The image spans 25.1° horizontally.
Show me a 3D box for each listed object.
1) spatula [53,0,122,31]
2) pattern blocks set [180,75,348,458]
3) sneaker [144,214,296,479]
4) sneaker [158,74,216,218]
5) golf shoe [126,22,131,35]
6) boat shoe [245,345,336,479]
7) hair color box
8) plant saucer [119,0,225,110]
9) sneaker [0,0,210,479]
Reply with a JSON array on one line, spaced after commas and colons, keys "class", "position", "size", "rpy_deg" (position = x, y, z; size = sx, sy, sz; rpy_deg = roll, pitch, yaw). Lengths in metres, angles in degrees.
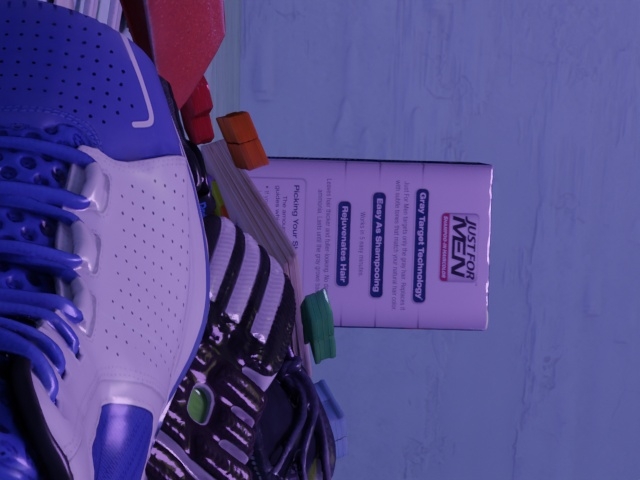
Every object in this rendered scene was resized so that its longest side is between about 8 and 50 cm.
[{"class": "spatula", "position": [-0.161, -0.145, 0.979], "size": [0.168, 0.019, 0.242], "rpy_deg": [83, 6, -52]}, {"class": "pattern blocks set", "position": [-0.056, 0.014, 1.170], "size": [0.325, 0.026, 0.285], "rpy_deg": [-129, -155, -54]}, {"class": "sneaker", "position": [-0.114, 0.121, 0.688], "size": [0.106, 0.162, 0.281], "rpy_deg": [46, 41, -21]}, {"class": "sneaker", "position": [-0.109, 0.006, 0.639], "size": [0.079, 0.121, 0.217], "rpy_deg": [90, 1, -68]}, {"class": "golf shoe", "position": [-0.124, -0.223, 1.250], "size": [0.186, 0.086, 0.068], "rpy_deg": [-86, 179, -66]}, {"class": "boat shoe", "position": [-0.075, 0.119, 1.019], "size": [0.500, 0.156, 0.187], "rpy_deg": [97, -28, -62]}, {"class": "hair color box", "position": [0.000, 0.000, 1.497], "size": [0.105, 0.347, 0.174], "rpy_deg": [-95, -173, -86]}, {"class": "plant saucer", "position": [-0.099, -0.229, 0.691], "size": [0.259, 0.047, 0.258], "rpy_deg": [93, -21, -61]}, {"class": "sneaker", "position": [-0.106, 0.042, 0.468], "size": [0.182, 0.127, 0.316], "rpy_deg": [98, -4, -66]}]
